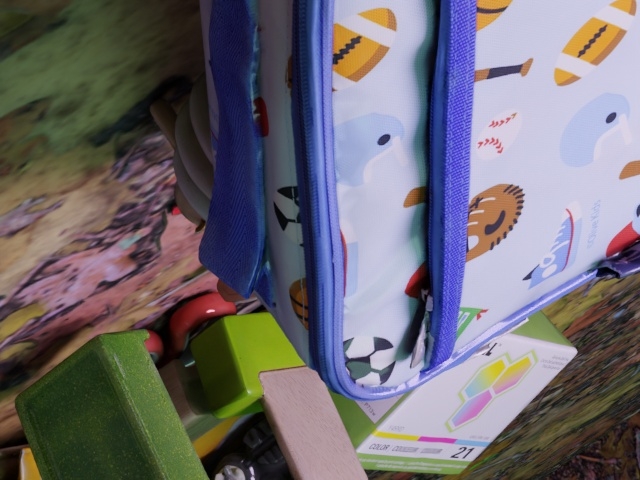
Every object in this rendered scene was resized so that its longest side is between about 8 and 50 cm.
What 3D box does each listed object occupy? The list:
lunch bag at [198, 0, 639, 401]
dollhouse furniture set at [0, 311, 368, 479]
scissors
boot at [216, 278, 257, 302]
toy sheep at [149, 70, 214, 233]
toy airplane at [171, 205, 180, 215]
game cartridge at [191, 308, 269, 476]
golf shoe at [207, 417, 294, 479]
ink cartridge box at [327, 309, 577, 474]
[{"bbox_3d":[0.063,-0.076,0.696,0.243,0.115,0.303,-29,143,-22],"label":"lunch bag"},{"bbox_3d":[-0.135,0.185,1.150,0.301,0.151,0.197,-36,161,32],"label":"dollhouse furniture set"},{"bbox_3d":[-0.125,0.111,1.240,0.109,0.021,0.297,-25,163,-23],"label":"scissors"},{"bbox_3d":[0.000,0.000,1.099,0.118,0.042,0.087,-36,166,15],"label":"boot"},{"bbox_3d":[-0.022,-0.049,0.811,0.091,0.091,0.132,-14,157,-48],"label":"toy sheep"},{"bbox_3d":[-0.003,-0.046,0.973,0.151,0.028,0.151,-28,164,-9],"label":"toy airplane"},{"bbox_3d":[-0.011,0.115,1.416,0.285,0.053,0.324,-21,162,-34],"label":"game cartridge"},{"bbox_3d":[-0.085,0.234,1.375,0.273,0.105,0.120,-36,170,12],"label":"golf shoe"},{"bbox_3d":[0.114,0.038,1.233,0.255,0.097,0.189,-47,154,16],"label":"ink cartridge box"}]
